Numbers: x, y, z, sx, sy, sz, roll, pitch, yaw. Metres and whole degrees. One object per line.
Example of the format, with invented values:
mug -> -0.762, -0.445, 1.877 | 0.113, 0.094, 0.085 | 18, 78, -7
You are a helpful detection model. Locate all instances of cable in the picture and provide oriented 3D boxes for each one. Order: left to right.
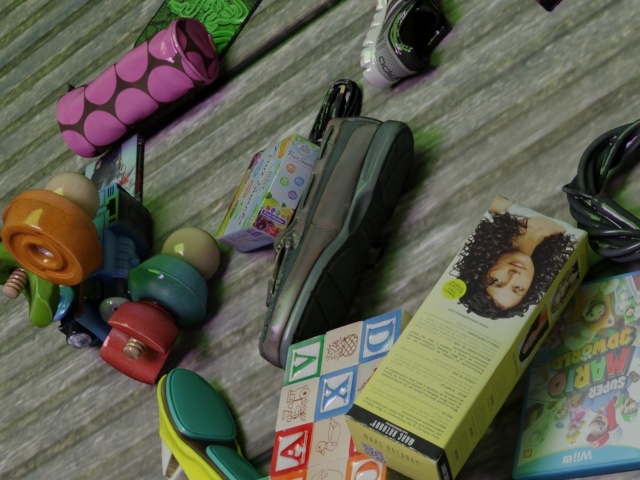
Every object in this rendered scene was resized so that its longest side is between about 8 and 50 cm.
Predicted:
cable -> 0.272, -0.043, 1.356 | 0.184, 0.047, 0.150 | -8, 56, 41

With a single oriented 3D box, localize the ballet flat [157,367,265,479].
ballet flat -> -0.105, 0.204, 1.550 | 0.077, 0.077, 0.231 | -62, 36, 16

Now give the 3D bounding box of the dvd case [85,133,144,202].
dvd case -> -0.236, -0.058, 1.945 | 0.087, 0.013, 0.119 | -30, 44, 29

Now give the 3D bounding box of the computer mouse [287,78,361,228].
computer mouse -> -0.001, -0.064, 1.672 | 0.071, 0.041, 0.242 | -21, 47, 37

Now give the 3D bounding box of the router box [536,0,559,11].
router box -> 0.213, -0.283, 1.617 | 0.092, 0.038, 0.122 | -45, 38, 10

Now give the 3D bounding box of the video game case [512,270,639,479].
video game case -> 0.210, 0.105, 1.330 | 0.119, 0.015, 0.166 | -15, 52, 40

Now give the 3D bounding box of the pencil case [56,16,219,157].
pencil case -> -0.204, -0.176, 1.940 | 0.209, 0.098, 0.095 | -26, 82, 33

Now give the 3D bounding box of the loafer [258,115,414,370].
loafer -> 0.000, 0.000, 1.563 | 0.084, 0.096, 0.267 | 16, 63, 24

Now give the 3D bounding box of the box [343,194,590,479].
box -> 0.118, 0.077, 1.331 | 0.087, 0.058, 0.232 | 23, 64, 26

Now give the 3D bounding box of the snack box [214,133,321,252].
snack box -> -0.052, -0.044, 1.670 | 0.100, 0.037, 0.141 | -66, 15, -12

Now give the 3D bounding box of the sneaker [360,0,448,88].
sneaker -> 0.094, -0.232, 1.687 | 0.075, 0.063, 0.170 | -5, 63, 46

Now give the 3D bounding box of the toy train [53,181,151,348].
toy train -> -0.236, 0.029, 1.824 | 0.105, 0.080, 0.184 | -26, 44, 23

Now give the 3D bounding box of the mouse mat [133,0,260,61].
mouse mat -> -0.142, -0.265, 2.015 | 0.152, 0.007, 0.189 | -56, 38, -3

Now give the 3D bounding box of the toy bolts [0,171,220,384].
toy bolts -> -0.204, 0.005, 1.682 | 0.158, 0.228, 0.218 | -60, 4, -31

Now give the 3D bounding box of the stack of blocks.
stack of blocks -> 0.013, 0.221, 1.390 | 0.171, 0.087, 0.297 | -20, 48, 36
